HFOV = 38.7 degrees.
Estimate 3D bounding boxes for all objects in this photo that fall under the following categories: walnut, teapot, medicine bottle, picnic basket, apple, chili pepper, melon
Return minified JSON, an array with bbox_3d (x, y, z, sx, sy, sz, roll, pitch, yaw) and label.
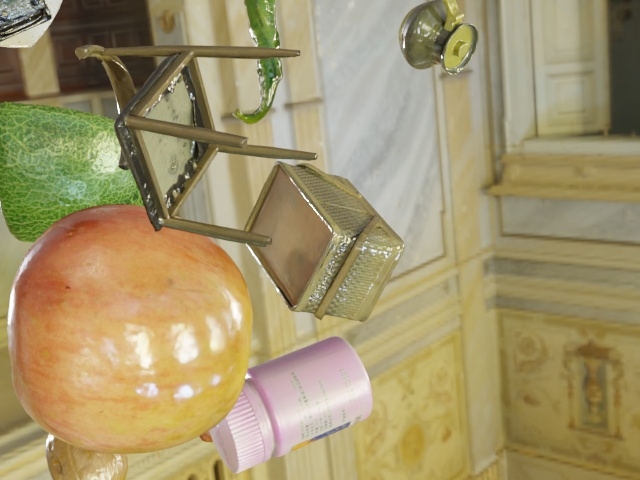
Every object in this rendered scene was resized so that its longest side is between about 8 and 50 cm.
[{"bbox_3d":[-0.481,0.449,1.882,0.167,0.207,0.167,-20,165,-6],"label":"walnut"},{"bbox_3d":[0.210,-0.375,1.623,0.130,0.166,0.119,-35,-128,-30],"label":"teapot"},{"bbox_3d":[-0.063,0.310,1.740,0.290,0.178,0.178,-20,-162,-23],"label":"medicine bottle"},{"bbox_3d":[0.000,0.000,1.469,0.139,0.165,0.267,13,-156,-33],"label":"picnic basket"},{"bbox_3d":[-0.263,0.133,1.320,0.363,0.364,0.364,-6,-167,1],"label":"apple"},{"bbox_3d":[-0.111,-0.387,1.625,0.084,0.359,0.076,2,168,-12],"label":"chili pepper"},{"bbox_3d":[-0.542,-0.166,2.070,0.343,0.331,0.226,-4,-164,-5],"label":"melon"}]

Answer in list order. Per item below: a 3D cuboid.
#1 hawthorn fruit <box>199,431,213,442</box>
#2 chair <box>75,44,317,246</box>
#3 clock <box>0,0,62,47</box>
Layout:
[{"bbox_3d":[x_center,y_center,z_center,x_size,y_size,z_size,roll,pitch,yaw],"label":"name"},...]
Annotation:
[{"bbox_3d":[-0.300,0.500,2.376,0.103,0.067,0.067,-18,-167,2],"label":"hawthorn fruit"},{"bbox_3d":[-0.164,-0.120,1.053,0.272,0.188,0.166,11,-129,20],"label":"chair"},{"bbox_3d":[-0.478,-0.368,1.397,0.198,0.172,0.064,-28,-134,-14],"label":"clock"}]
